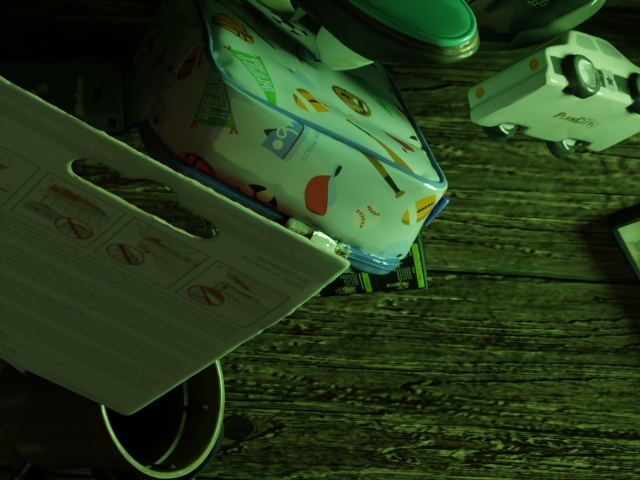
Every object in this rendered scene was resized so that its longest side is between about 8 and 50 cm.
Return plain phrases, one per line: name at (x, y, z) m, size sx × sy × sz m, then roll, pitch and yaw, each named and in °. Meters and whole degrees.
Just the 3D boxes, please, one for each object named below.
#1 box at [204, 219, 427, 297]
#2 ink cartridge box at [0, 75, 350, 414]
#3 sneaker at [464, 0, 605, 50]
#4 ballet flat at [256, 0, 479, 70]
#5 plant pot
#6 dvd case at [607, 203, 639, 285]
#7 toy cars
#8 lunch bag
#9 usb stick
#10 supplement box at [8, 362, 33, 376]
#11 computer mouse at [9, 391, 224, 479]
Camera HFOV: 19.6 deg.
box at (0.000, 0.000, 1.662) m, size 0.184 × 0.045 × 0.191 m, roll -7°, pitch 157°, yaw 5°
ink cartridge box at (-0.191, -0.009, 1.447) m, size 0.308 × 0.091 × 0.385 m, roll 28°, pitch 145°, yaw -20°
sneaker at (0.117, -0.222, 1.487) m, size 0.227 × 0.087 × 0.130 m, roll -2°, pitch 138°, yaw 9°
ballet flat at (0.009, -0.198, 1.434) m, size 0.095 × 0.280 × 0.096 m, roll -29°, pitch 149°, yaw -36°
plant pot at (-0.206, 0.147, 1.755) m, size 0.165 × 0.167 × 0.167 m, roll -10°, pitch 134°, yaw 39°
dvd case at (0.401, 0.037, 1.753) m, size 0.180 × 0.022 × 0.253 m, roll -21°, pitch 128°, yaw 18°
toy cars at (0.297, -0.148, 1.513) m, size 0.393 × 0.087 × 0.176 m, roll -10°, pitch 162°, yaw -11°
lunch bag at (-0.023, -0.093, 1.457) m, size 0.243 × 0.303 × 0.115 m, roll 27°, pitch 110°, yaw -19°
usb stick at (-0.293, -0.123, 1.588) m, size 0.278 × 0.077 × 0.045 m, roll -2°, pitch 170°, yaw 1°
supplement box at (-0.298, 0.004, 1.672) m, size 0.111 × 0.114 × 0.220 m, roll -33°, pitch 121°, yaw 27°
computer mouse at (-0.208, 0.212, 1.895) m, size 0.184 × 0.060 × 0.262 m, roll 30°, pitch 123°, yaw 1°
